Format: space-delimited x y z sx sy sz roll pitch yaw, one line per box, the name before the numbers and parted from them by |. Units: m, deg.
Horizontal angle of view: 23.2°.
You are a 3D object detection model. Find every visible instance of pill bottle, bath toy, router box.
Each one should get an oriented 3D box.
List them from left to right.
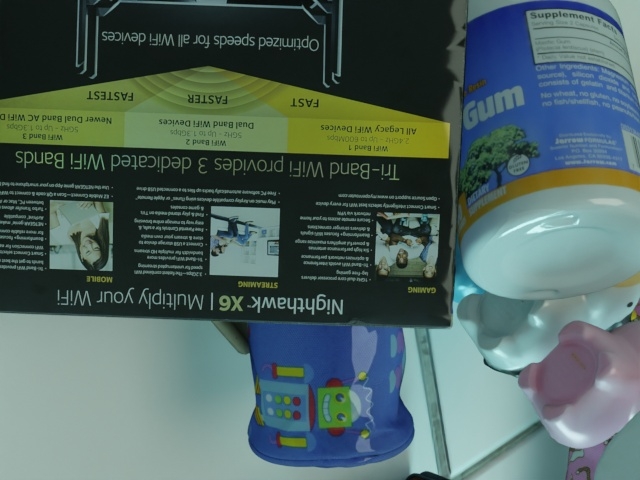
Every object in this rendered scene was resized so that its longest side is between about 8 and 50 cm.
router box | -0.067 -0.075 0.956 0.309 0.081 0.243 3 98 0
pill bottle | 0.165 -0.105 1.192 0.152 0.152 0.272 26 47 -43
bath toy | 0.224 0.103 1.214 0.151 0.348 0.129 -41 132 10

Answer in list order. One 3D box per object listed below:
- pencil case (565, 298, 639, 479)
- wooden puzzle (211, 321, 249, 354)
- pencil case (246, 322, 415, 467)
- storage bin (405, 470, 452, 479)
pencil case | 0.286 0.242 1.395 0.167 0.160 0.386 -15 116 -53
wooden puzzle | -0.059 -0.073 1.122 0.221 0.044 0.239 53 58 -36
pencil case | 0.000 0.000 1.075 0.119 0.133 0.306 -3 98 -1
storage bin | 0.060 0.260 1.264 0.091 0.098 0.135 7 93 -34
